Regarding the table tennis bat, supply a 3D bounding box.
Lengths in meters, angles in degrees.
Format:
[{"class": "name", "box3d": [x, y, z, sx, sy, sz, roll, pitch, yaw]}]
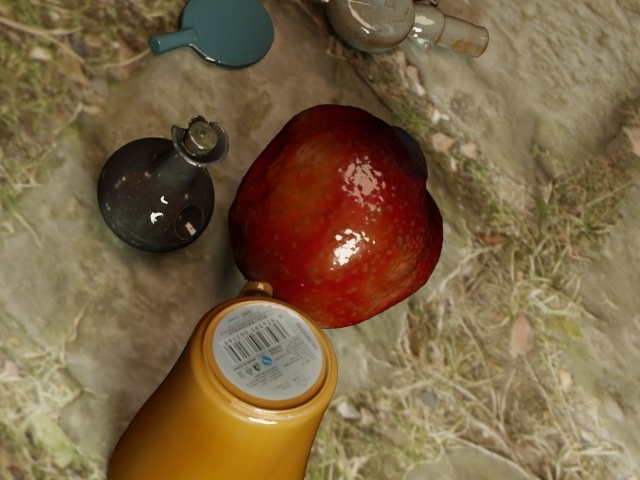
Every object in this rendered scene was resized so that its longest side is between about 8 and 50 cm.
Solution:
[{"class": "table tennis bat", "box3d": [-0.119, -0.231, 1.763, 0.155, 0.019, 0.100, -21, 78, -34]}]

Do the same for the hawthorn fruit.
[{"class": "hawthorn fruit", "box3d": [0.000, 0.000, 1.604, 0.210, 0.230, 0.266, 40, 81, 10]}]

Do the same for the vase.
[{"class": "vase", "box3d": [-0.147, -0.063, 1.568, 0.120, 0.183, 0.120, 11, 62, -21]}]

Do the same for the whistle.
[{"class": "whistle", "box3d": [0.096, -0.260, 1.863, 0.220, 0.057, 0.107, 15, 60, -22]}]

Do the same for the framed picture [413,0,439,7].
[{"class": "framed picture", "box3d": [0.039, -0.452, 1.946, 0.335, 0.022, 0.247, 32, 56, -10]}]

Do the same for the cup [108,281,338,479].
[{"class": "cup", "box3d": [-0.081, 0.156, 1.464, 0.182, 0.264, 0.226, 12, 51, -13]}]
